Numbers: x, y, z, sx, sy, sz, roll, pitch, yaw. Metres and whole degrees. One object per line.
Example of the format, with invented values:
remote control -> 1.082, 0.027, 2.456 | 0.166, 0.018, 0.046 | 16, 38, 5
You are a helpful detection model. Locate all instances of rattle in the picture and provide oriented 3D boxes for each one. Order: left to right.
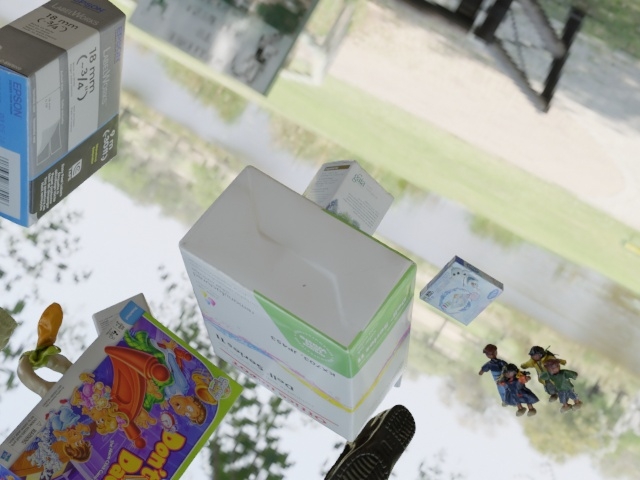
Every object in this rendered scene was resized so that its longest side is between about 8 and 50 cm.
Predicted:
rattle -> -0.448, 0.231, 1.906 | 0.130, 0.143, 0.199 | 35, -173, -41

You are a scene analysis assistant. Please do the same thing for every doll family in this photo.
doll family -> 0.330, 0.216, 1.712 | 0.193, 0.076, 0.111 | -16, 111, 35

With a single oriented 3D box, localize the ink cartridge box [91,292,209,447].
ink cartridge box -> -0.325, 0.261, 2.036 | 0.273, 0.114, 0.197 | 56, 168, 49

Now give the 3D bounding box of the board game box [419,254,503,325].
board game box -> 0.208, 0.075, 1.587 | 0.090, 0.090, 0.020 | 31, -145, -14

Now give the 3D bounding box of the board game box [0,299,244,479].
board game box -> -0.302, 0.285, 1.616 | 0.233, 0.347, 0.078 | 38, 137, -1

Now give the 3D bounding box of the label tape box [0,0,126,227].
label tape box -> -0.350, -0.210, 1.501 | 0.106, 0.240, 0.333 | 22, -141, 13

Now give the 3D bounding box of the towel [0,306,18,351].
towel -> -0.508, 0.101, 1.540 | 0.148, 0.027, 0.110 | 38, -163, -14

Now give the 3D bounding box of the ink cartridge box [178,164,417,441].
ink cartridge box -> -0.017, 0.093, 1.159 | 0.207, 0.119, 0.353 | 31, 158, 17

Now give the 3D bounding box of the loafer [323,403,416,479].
loafer -> 0.067, 0.343, 1.657 | 0.078, 0.220, 0.080 | -24, 102, 49

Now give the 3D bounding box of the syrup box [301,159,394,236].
syrup box -> 0.000, 0.000, 1.593 | 0.093, 0.237, 0.096 | 42, 158, -26
